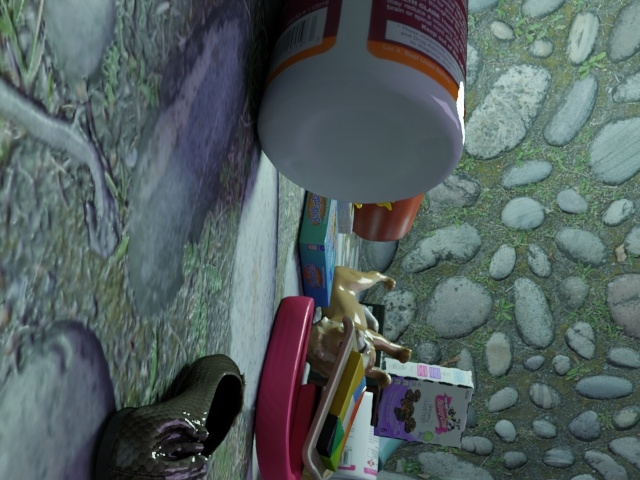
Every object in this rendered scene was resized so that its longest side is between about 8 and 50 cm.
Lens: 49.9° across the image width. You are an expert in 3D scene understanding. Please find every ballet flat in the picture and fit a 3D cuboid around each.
[{"bbox_3d":[-0.085,0.132,0.495,0.250,0.058,0.084,35,61,-83],"label":"ballet flat"}]

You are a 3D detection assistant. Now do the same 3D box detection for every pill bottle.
[{"bbox_3d":[0.063,-0.261,0.818,0.224,0.224,0.392,84,13,-59],"label":"pill bottle"},{"bbox_3d":[0.074,0.465,1.754,0.160,0.160,0.283,81,15,-66],"label":"pill bottle"}]

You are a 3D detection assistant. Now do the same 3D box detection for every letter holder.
[{"bbox_3d":[0.063,0.313,1.597,0.302,0.151,0.215,-75,170,-60],"label":"letter holder"}]

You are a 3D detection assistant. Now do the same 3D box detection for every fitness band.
[{"bbox_3d":[-0.046,0.213,0.988,0.291,0.054,0.209,-80,169,-50],"label":"fitness band"}]

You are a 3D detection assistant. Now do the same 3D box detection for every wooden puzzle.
[{"bbox_3d":[0.031,0.267,1.087,0.221,0.044,0.239,78,27,-60],"label":"wooden puzzle"}]

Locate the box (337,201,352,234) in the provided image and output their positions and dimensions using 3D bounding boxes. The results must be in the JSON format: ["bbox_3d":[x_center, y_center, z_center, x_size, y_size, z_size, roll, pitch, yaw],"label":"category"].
[{"bbox_3d":[0.030,-0.102,1.361,0.324,0.067,0.063,77,17,-67],"label":"box"}]

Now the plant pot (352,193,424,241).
[{"bbox_3d":[0.158,-0.158,1.715,0.272,0.272,0.265,-78,178,-52],"label":"plant pot"}]

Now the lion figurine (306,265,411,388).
[{"bbox_3d":[0.054,0.156,1.418,0.142,0.240,0.392,-53,-156,20],"label":"lion figurine"}]

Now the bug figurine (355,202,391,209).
[{"bbox_3d":[0.077,-0.179,1.395,0.216,0.072,0.279,-109,-179,-79],"label":"bug figurine"}]

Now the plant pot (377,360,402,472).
[{"bbox_3d":[0.134,0.530,2.024,0.272,0.271,0.255,89,24,-43],"label":"plant pot"}]

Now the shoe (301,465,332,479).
[{"bbox_3d":[-0.014,0.453,1.320,0.219,0.076,0.058,73,17,-79],"label":"shoe"}]

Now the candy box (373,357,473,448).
[{"bbox_3d":[0.224,0.358,1.515,0.070,0.196,0.165,-72,169,-69],"label":"candy box"}]

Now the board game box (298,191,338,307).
[{"bbox_3d":[0.000,0.000,1.241,0.210,0.047,0.160,87,10,-54],"label":"board game box"}]
